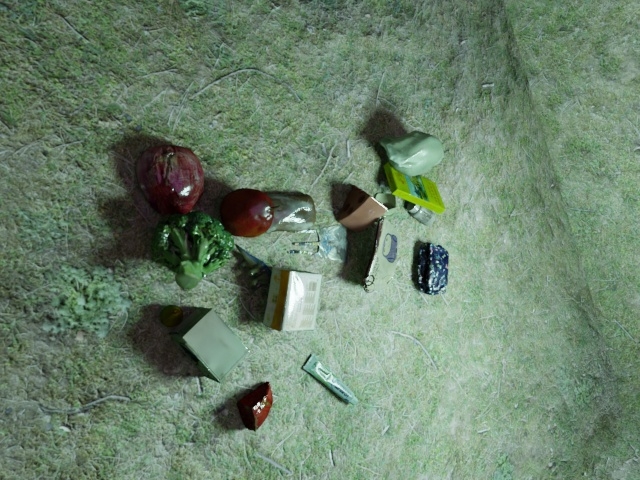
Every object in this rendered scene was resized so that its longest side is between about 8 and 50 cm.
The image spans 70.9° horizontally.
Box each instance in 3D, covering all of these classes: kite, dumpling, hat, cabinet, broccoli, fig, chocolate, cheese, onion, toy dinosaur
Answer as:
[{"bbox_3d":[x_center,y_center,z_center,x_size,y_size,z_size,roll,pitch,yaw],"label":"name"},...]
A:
[{"bbox_3d":[-0.001,0.000,1.905,0.310,0.015,0.169,8,79,-34],"label":"kite"},{"bbox_3d":[0.418,-0.401,2.089,0.321,0.270,0.211,26,73,-59],"label":"dumpling"},{"bbox_3d":[0.290,-0.149,2.094,0.123,0.081,0.165,0,65,4],"label":"hat"},{"bbox_3d":[-0.380,0.350,1.524,0.150,0.145,0.206,-46,110,-29],"label":"cabinet"},{"bbox_3d":[-0.423,0.038,1.477,0.270,0.270,0.270,29,36,-29],"label":"broccoli"},{"bbox_3d":[-0.490,0.248,1.495,0.074,0.088,0.073,20,51,-27],"label":"fig"},{"bbox_3d":[-0.120,-0.116,1.785,0.254,0.080,0.156,-5,83,-35],"label":"chocolate"},{"bbox_3d":[0.201,-0.148,1.956,0.128,0.177,0.202,35,66,-26],"label":"cheese"},{"bbox_3d":[-0.490,-0.190,1.524,0.227,0.120,0.283,-15,94,-30],"label":"onion"},{"bbox_3d":[-0.217,0.097,1.728,0.188,0.075,0.247,-32,98,-43],"label":"toy dinosaur"}]

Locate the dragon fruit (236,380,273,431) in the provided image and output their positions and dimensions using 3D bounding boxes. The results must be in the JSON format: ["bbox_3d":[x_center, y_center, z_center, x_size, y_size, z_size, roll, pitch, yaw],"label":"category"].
[{"bbox_3d":[-0.211,0.602,1.631,0.161,0.121,0.127,-33,109,-37],"label":"dragon fruit"}]

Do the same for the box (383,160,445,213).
[{"bbox_3d":[0.457,-0.254,2.179,0.335,0.047,0.186,17,48,-32],"label":"box"}]

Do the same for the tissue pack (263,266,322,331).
[{"bbox_3d":[-0.105,0.223,1.712,0.185,0.124,0.224,11,87,-45],"label":"tissue pack"}]

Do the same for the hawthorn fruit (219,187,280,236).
[{"bbox_3d":[-0.248,-0.099,1.624,0.190,0.252,0.189,-8,99,-61],"label":"hawthorn fruit"}]

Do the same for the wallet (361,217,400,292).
[{"bbox_3d":[0.277,0.079,1.985,0.275,0.068,0.334,27,75,-62],"label":"wallet"}]

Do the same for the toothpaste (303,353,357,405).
[{"bbox_3d":[0.049,0.584,1.857,0.297,0.048,0.074,46,63,-19],"label":"toothpaste"}]

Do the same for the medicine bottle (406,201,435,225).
[{"bbox_3d":[0.495,-0.137,2.218,0.140,0.079,0.079,33,68,-27],"label":"medicine bottle"}]

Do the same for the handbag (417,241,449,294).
[{"bbox_3d":[0.545,0.140,2.205,0.162,0.113,0.259,15,75,-39],"label":"handbag"}]
